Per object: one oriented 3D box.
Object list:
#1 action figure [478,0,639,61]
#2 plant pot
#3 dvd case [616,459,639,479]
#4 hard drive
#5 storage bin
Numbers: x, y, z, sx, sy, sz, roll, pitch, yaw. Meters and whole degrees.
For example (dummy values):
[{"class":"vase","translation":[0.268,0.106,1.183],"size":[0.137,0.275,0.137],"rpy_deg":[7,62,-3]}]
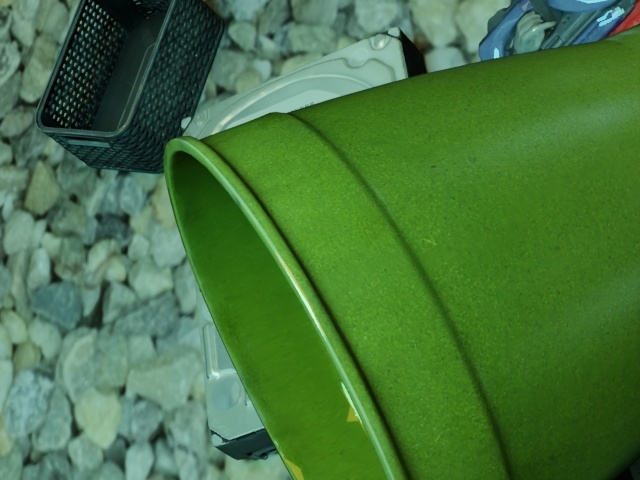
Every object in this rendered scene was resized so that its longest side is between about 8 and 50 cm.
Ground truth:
[{"class":"action figure","translation":[0.267,-0.248,1.287],"size":[0.341,0.178,0.330],"rpy_deg":[-40,53,40]},{"class":"plant pot","translation":[0.132,0.024,1.102],"size":[0.353,0.366,0.366],"rpy_deg":[-26,51,-12]},{"class":"dvd case","translation":[0.147,0.225,1.204],"size":[0.239,0.029,0.179],"rpy_deg":[-29,55,16]},{"class":"hard drive","translation":[0.000,0.000,1.387],"size":[0.237,0.064,0.339],"rpy_deg":[-21,58,22]},{"class":"storage bin","translation":[-0.186,-0.165,1.571],"size":[0.122,0.084,0.180],"rpy_deg":[7,71,33]}]
